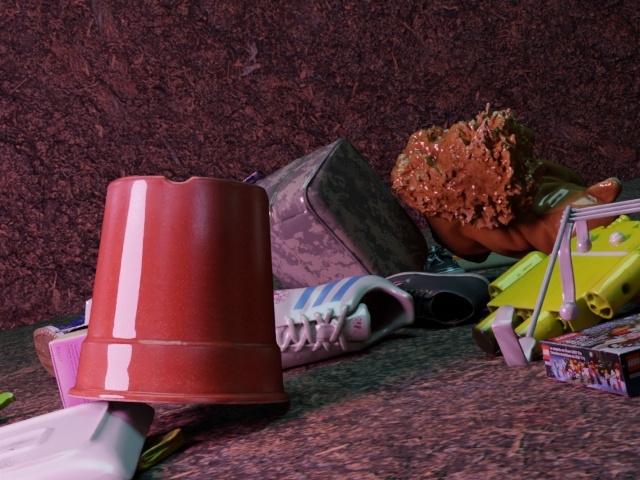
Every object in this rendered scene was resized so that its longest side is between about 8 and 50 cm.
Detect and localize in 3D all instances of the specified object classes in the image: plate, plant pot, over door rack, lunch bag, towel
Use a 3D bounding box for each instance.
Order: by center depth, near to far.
[{"bbox_3d":[0.337,0.042,1.113,0.239,0.108,0.324,-11,18,30],"label":"over door rack"},{"bbox_3d":[-0.330,0.242,1.198,0.277,0.045,0.278,-15,7,-2],"label":"plate"},{"bbox_3d":[-0.279,0.252,1.253,0.237,0.021,0.102,-12,3,23],"label":"towel"},{"bbox_3d":[-0.170,0.063,1.356,0.272,0.265,0.272,1,-6,0],"label":"plant pot"},{"bbox_3d":[0.000,0.000,1.941,0.256,0.305,0.212,-25,25,39],"label":"lunch bag"}]

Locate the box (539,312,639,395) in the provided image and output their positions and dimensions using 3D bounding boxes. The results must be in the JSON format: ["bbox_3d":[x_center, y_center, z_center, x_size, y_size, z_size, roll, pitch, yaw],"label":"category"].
[{"bbox_3d":[0.369,0.101,1.132,0.233,0.044,0.159,-14,4,-17],"label":"box"}]

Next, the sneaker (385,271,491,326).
[{"bbox_3d":[0.152,0.096,1.725,0.222,0.083,0.118,-10,4,23],"label":"sneaker"}]

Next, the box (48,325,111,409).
[{"bbox_3d":[-0.274,0.175,1.723,0.243,0.117,0.213,-13,3,0],"label":"box"}]

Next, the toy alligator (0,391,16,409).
[{"bbox_3d":[-0.568,0.278,1.702,0.189,0.056,0.051,-12,44,4],"label":"toy alligator"}]

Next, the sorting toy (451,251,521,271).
[{"bbox_3d":[0.380,0.025,2.405,0.307,0.041,0.229,-10,4,36],"label":"sorting toy"}]

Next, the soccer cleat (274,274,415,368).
[{"bbox_3d":[-0.011,0.124,1.615,0.331,0.116,0.143,-18,16,-27],"label":"soccer cleat"}]

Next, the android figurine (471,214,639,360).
[{"bbox_3d":[0.320,0.050,1.368,0.273,0.056,0.248,-37,13,-18],"label":"android figurine"}]

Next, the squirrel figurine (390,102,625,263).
[{"bbox_3d":[0.335,-0.065,1.891,0.397,0.281,0.370,22,8,-41],"label":"squirrel figurine"}]

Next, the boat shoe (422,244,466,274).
[{"bbox_3d":[0.240,0.047,2.263,0.080,0.076,0.228,-13,3,-6],"label":"boat shoe"}]

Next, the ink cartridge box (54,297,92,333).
[{"bbox_3d":[-0.313,0.095,1.800,0.224,0.045,0.223,-13,3,-1],"label":"ink cartridge box"}]

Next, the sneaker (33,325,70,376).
[{"bbox_3d":[-0.417,0.194,2.061,0.153,0.099,0.282,-22,15,-40],"label":"sneaker"}]

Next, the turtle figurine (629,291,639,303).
[{"bbox_3d":[0.419,0.048,1.480,0.269,0.087,0.217,-11,4,24],"label":"turtle figurine"}]
